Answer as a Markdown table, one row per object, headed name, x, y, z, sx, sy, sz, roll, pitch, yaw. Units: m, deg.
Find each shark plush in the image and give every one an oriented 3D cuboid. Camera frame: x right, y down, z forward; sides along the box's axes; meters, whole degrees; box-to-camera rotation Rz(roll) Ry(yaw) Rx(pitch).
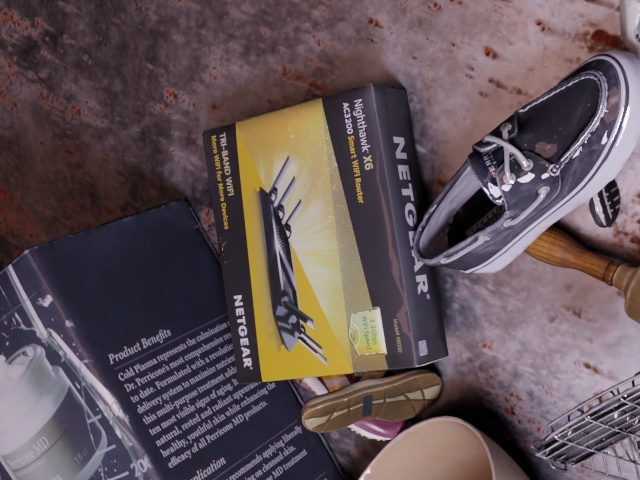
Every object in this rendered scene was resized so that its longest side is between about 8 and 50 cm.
| name | x | y | z | sx | sy | sz | roll | pitch | yaw |
| --- | --- | --- | --- | --- | --- | --- | --- | --- | --- |
| shark plush | 0.320 | -0.203 | 0.936 | 0.067 | 0.073 | 0.161 | -8 | 96 | 3 |

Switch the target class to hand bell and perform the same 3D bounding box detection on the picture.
| name | x | y | z | sx | sy | sz | roll | pitch | yaw |
| --- | --- | --- | --- | --- | --- | --- | --- | --- | --- |
| hand bell | 0.290 | 0.029 | 1.010 | 0.242 | 0.126 | 0.126 | 29 | 119 | 36 |

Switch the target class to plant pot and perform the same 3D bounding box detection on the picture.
| name | x | y | z | sx | sy | sz | roll | pitch | yaw |
| --- | --- | --- | --- | --- | --- | --- | --- | --- | --- |
| plant pot | 0.161 | 0.364 | 1.101 | 0.191 | 0.284 | 0.284 | 32 | 126 | -20 |

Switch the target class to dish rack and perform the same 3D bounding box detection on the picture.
| name | x | y | z | sx | sy | sz | roll | pitch | yaw |
| --- | --- | --- | --- | --- | --- | --- | --- | --- | --- |
| dish rack | 0.328 | 0.159 | 0.913 | 0.208 | 0.272 | 0.074 | -40 | 45 | 33 |

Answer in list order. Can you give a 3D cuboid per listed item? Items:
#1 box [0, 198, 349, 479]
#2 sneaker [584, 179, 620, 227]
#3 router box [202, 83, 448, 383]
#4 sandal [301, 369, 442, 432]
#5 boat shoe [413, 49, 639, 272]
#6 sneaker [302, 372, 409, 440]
| name | x | y | z | sx | sy | sz | roll | pitch | yaw |
| --- | --- | --- | --- | --- | --- | --- | --- | --- | --- |
| box | -0.291 | 0.276 | 1.318 | 0.480 | 0.297 | 0.471 | -33 | 84 | 34 |
| sneaker | 0.271 | -0.064 | 1.020 | 0.044 | 0.040 | 0.109 | -21 | 88 | 47 |
| router box | 0.000 | 0.000 | 1.142 | 0.243 | 0.081 | 0.308 | -12 | 86 | 33 |
| sandal | 0.058 | 0.176 | 1.154 | 0.049 | 0.180 | 0.072 | -119 | 28 | -46 |
| boat shoe | 0.195 | -0.071 | 0.987 | 0.301 | 0.102 | 0.108 | -49 | 49 | 42 |
| sneaker | 0.038 | 0.162 | 1.209 | 0.185 | 0.069 | 0.083 | 38 | 125 | 16 |
